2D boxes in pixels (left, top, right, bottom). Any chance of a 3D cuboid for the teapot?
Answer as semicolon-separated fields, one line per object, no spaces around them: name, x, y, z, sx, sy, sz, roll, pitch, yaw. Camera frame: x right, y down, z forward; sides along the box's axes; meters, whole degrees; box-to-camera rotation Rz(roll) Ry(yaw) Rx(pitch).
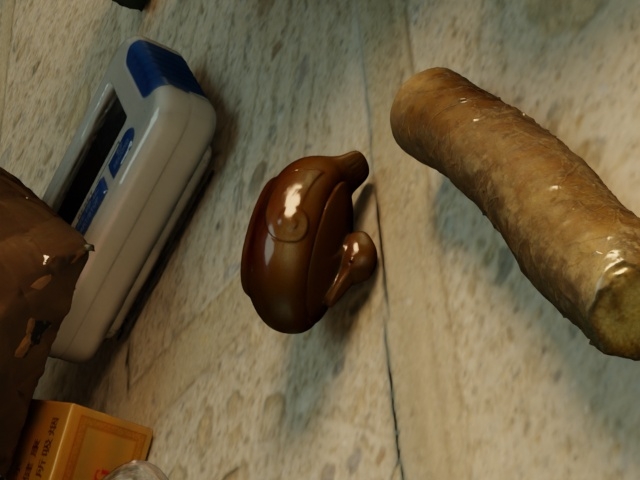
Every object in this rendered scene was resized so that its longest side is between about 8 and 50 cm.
teapot;0.000;0.000;1.017;0.098;0.078;0.129;80;-155;-54

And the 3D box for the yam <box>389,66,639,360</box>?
yam;0.108;-0.026;0.839;0.066;0.066;0.300;-62;26;14

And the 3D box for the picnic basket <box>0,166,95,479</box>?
picnic basket;-0.385;0.037;1.263;0.337;0.337;0.293;24;93;64

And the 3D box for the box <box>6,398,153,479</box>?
box;-0.242;0.219;1.299;0.274;0.076;0.174;-6;65;61

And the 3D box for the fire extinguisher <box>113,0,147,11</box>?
fire extinguisher;-0.153;-0.374;1.549;0.093;0.118;0.294;30;99;28

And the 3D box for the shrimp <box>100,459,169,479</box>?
shrimp;-0.144;0.305;1.011;0.145;0.116;0.343;134;148;-64

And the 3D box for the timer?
timer;-0.172;-0.033;1.352;0.253;0.078;0.178;-60;26;17
